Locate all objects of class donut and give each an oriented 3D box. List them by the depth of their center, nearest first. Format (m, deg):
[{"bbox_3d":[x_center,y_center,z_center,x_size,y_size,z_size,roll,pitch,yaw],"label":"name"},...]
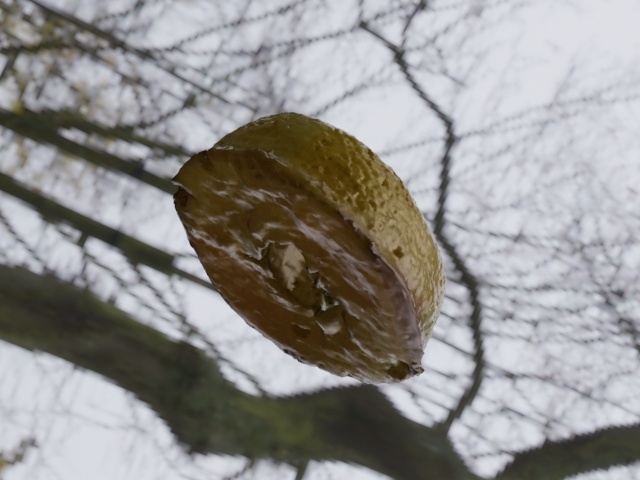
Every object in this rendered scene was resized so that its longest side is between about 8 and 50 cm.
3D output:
[{"bbox_3d":[0.000,0.000,0.913,0.162,0.178,0.065,27,-120,22],"label":"donut"}]
